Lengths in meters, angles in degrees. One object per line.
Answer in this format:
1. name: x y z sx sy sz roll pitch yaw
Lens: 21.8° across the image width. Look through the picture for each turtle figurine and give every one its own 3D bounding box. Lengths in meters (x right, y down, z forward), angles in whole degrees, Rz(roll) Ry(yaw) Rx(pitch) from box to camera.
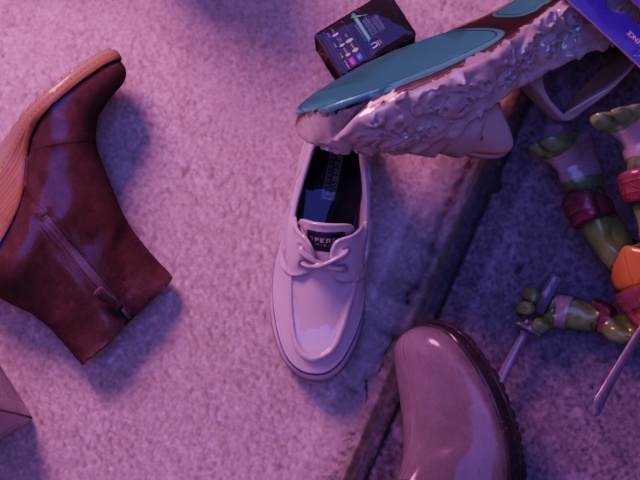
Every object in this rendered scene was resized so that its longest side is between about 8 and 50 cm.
1. turtle figurine: 0.248 0.027 1.469 0.275 0.198 0.266 -14 82 -4

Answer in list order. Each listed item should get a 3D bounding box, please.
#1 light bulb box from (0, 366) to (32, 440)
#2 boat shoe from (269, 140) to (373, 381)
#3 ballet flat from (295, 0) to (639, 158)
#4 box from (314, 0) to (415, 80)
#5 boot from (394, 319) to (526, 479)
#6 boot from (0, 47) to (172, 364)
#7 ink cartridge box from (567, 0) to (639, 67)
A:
1. light bulb box: -0.461 0.058 1.413 0.225 0.361 0.358 -34 81 -3
2. boat shoe: 0.000 0.000 1.540 0.095 0.084 0.258 2 81 2
3. ballet flat: 0.177 -0.153 1.508 0.409 0.147 0.147 -30 81 -16
4. box: 0.042 -0.189 1.579 0.083 0.062 0.052 -32 82 -2
5. boot: 0.067 0.244 1.439 0.223 0.118 0.338 -9 78 -29
6. boot: -0.216 -0.034 1.571 0.207 0.090 0.248 42 84 -4
7. ink cartridge box: 0.369 -0.321 1.456 0.176 0.069 0.371 44 83 7
